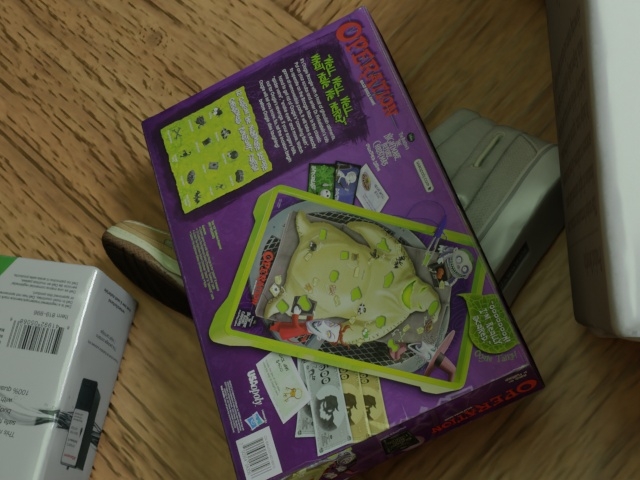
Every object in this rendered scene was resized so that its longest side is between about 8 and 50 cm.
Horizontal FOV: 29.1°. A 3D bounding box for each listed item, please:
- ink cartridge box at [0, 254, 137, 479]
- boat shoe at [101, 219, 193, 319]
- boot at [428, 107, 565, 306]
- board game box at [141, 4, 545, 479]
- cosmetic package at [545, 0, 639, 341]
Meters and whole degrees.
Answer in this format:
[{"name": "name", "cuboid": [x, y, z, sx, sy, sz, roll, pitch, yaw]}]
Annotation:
[{"name": "ink cartridge box", "cuboid": [-0.251, 0.122, 0.978, 0.153, 0.087, 0.208, 7, 71, 18]}, {"name": "boat shoe", "cuboid": [-0.085, 0.026, 0.988, 0.190, 0.068, 0.072, 29, 66, 15]}, {"name": "boot", "cuboid": [0.081, 0.016, 0.932, 0.123, 0.095, 0.258, 30, 71, 30]}, {"name": "board game box", "cuboid": [0.000, 0.000, 0.894, 0.208, 0.056, 0.346, -28, 53, 12]}, {"name": "cosmetic package", "cuboid": [0.302, -0.148, 0.724, 0.328, 0.329, 0.393, -5, 87, 8]}]
